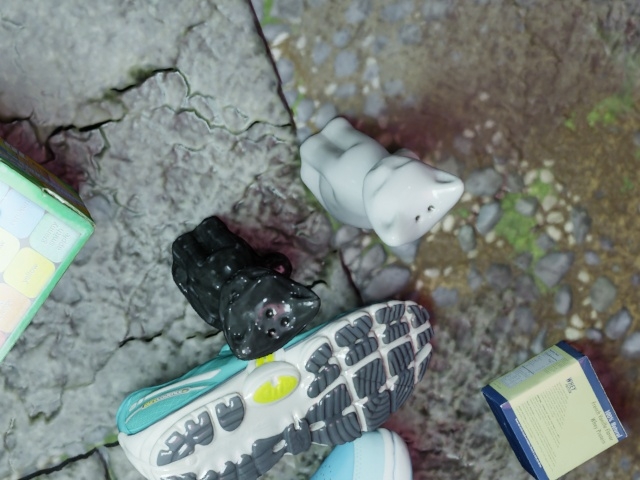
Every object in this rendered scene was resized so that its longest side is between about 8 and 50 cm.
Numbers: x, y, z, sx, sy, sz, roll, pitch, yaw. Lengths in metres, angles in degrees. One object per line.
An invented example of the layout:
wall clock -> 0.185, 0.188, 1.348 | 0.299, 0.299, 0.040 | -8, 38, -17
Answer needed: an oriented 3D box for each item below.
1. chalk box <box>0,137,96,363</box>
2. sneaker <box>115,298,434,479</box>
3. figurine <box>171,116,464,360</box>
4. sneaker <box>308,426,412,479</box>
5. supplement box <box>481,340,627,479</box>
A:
chalk box -> -0.249, -0.002, 1.181 | 0.132, 0.213, 0.132 | 36, 91, -16
sneaker -> -0.033, 0.105, 1.308 | 0.275, 0.110, 0.107 | -20, 120, -26
figurine -> 0.000, 0.000, 1.240 | 0.215, 0.209, 0.092 | -38, 106, -4
sneaker -> -0.076, 0.261, 1.317 | 0.208, 0.127, 0.319 | 28, 93, -17
supplement box -> 0.194, 0.143, 1.390 | 0.083, 0.056, 0.083 | -30, 105, -5
